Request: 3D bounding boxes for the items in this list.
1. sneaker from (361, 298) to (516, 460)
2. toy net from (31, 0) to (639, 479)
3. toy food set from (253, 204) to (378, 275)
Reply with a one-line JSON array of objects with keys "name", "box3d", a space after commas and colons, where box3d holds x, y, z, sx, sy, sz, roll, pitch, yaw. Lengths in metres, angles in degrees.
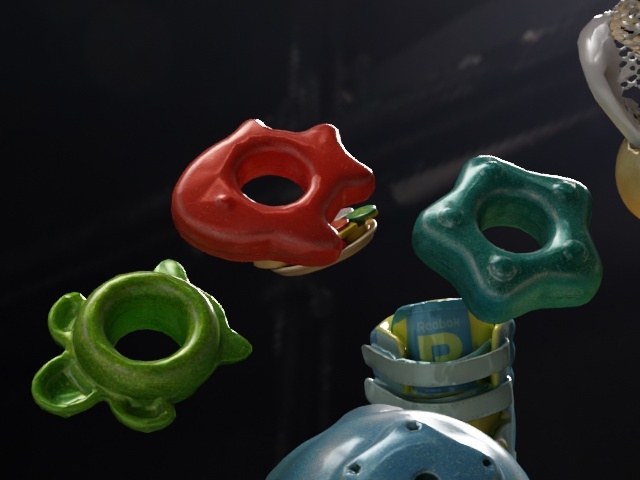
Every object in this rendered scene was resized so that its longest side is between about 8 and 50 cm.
[{"name": "sneaker", "box3d": [0.088, 0.164, 1.226, 0.127, 0.208, 0.319, -6, -146, -3]}, {"name": "toy net", "box3d": [0.049, -0.001, 0.405, 0.122, 0.045, 0.232, 35, -124, 20]}, {"name": "toy food set", "box3d": [0.000, 0.000, 1.213, 0.083, 0.020, 0.082, -8, -160, 47]}]
